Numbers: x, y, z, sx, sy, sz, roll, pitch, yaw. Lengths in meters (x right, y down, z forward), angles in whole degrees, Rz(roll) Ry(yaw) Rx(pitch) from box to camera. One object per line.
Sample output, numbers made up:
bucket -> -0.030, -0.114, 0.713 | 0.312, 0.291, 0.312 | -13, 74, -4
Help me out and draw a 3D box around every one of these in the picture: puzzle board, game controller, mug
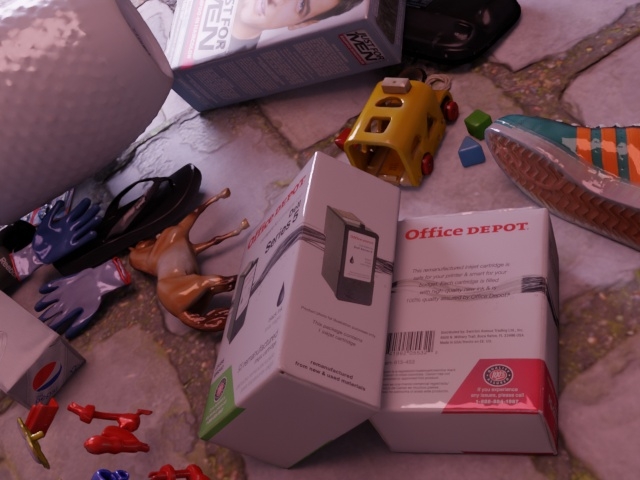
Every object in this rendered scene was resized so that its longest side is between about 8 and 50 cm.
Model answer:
puzzle board -> -0.449, -0.074, 1.369 | 0.096, 0.011, 0.128 | -14, 47, 15
game controller -> 0.147, -0.352, 1.289 | 0.166, 0.067, 0.319 | -37, 44, -28
mug -> -0.419, -0.261, 1.213 | 0.328, 0.276, 0.374 | -30, 85, 5

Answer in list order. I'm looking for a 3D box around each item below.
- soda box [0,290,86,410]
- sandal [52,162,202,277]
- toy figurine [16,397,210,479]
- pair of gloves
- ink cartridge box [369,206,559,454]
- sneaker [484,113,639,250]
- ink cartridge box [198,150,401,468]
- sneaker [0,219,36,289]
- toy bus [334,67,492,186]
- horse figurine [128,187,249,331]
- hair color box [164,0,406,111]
soda box -> -0.457, 0.108, 1.106 | 0.286, 0.091, 0.098 | 31, 69, 23
sandal -> -0.284, -0.035, 1.211 | 0.254, 0.054, 0.097 | -34, 35, -4
toy figurine -> -0.200, 0.350, 0.826 | 0.362, 0.191, 0.217 | 36, 104, 35
pair of gloves -> -0.357, 0.036, 1.173 | 0.159, 0.023, 0.198 | -33, 65, 6
ink cartridge box -> 0.154, 0.091, 0.859 | 0.172, 0.100, 0.237 | -5, 51, 23
sneaker -> 0.330, -0.080, 0.924 | 0.302, 0.108, 0.121 | 33, 71, 33
ink cartridge box -> -0.018, 0.074, 0.886 | 0.198, 0.115, 0.273 | -47, 26, 47
sneaker -> -0.500, 0.052, 1.237 | 0.106, 0.078, 0.234 | -2, 49, 28
toy bus -> 0.111, -0.168, 1.104 | 0.191, 0.104, 0.202 | -28, 45, 1
horse figurine -> -0.162, 0.037, 1.090 | 0.174, 0.066, 0.263 | -30, 44, -2
hair color box -> -0.058, -0.335, 1.276 | 0.374, 0.113, 0.185 | -7, 62, 30
